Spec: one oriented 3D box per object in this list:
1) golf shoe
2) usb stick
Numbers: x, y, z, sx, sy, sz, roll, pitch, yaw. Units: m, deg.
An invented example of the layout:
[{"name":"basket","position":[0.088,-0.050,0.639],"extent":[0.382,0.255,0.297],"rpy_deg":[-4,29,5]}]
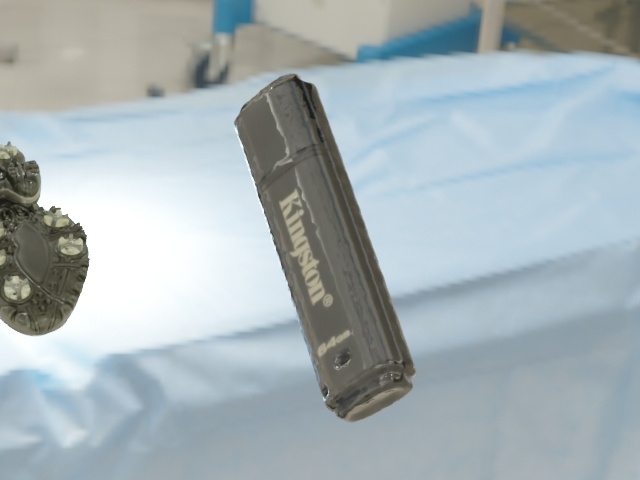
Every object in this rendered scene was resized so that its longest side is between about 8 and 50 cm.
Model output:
[{"name":"golf shoe","position":[-0.274,0.019,1.520],"extent":[0.105,0.120,0.273],"rpy_deg":[-7,34,-19]},{"name":"usb stick","position":[0.000,0.000,1.241],"extent":[0.045,0.077,0.278],"rpy_deg":[27,38,-52]}]
